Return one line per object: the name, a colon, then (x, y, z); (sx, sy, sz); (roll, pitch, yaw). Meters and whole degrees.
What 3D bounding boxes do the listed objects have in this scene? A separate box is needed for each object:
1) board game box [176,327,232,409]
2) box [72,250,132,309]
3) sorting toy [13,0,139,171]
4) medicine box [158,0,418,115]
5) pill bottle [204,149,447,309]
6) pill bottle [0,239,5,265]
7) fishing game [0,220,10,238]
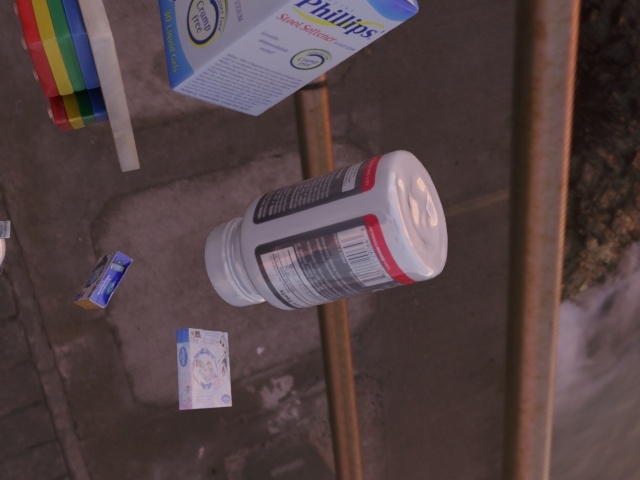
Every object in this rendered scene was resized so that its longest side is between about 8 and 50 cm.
board game box: (-0.135, 0.150, 0.855); (0.090, 0.020, 0.090); (25, 56, -65)
box: (-0.319, 0.059, 1.073); (0.028, 0.136, 0.081); (33, 69, -20)
sorting toy: (-0.302, -0.244, 0.874); (0.090, 0.257, 0.255); (-16, 158, -14)
medicine box: (-0.057, -0.339, 0.887); (0.149, 0.289, 0.263); (7, 66, -46)
pill bottle: (0.000, 0.000, 1.025); (0.319, 0.176, 0.176); (-15, 130, 29)
pill bottle: (-0.543, 0.015, 1.124); (0.112, 0.187, 0.111); (4, 80, -22)
fishing game: (-0.325, -0.049, 0.573); (0.041, 0.264, 0.189); (-36, 147, 16)
